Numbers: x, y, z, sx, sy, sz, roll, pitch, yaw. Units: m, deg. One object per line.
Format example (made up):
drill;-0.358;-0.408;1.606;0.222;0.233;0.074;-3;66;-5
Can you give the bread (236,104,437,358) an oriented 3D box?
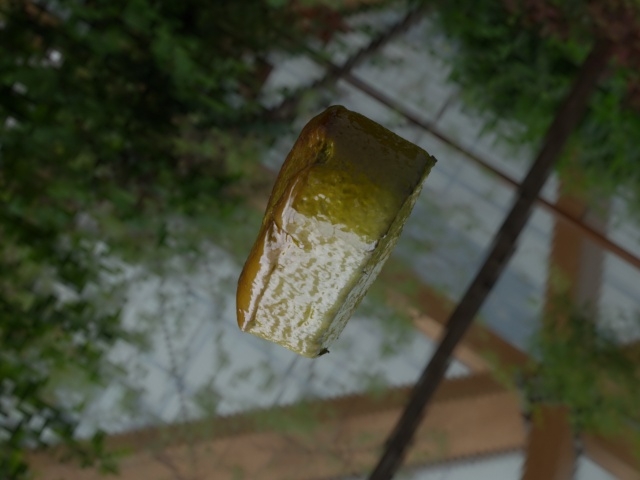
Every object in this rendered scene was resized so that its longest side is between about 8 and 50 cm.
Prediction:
bread;0.000;0.000;1.239;0.094;0.102;0.245;28;153;2
